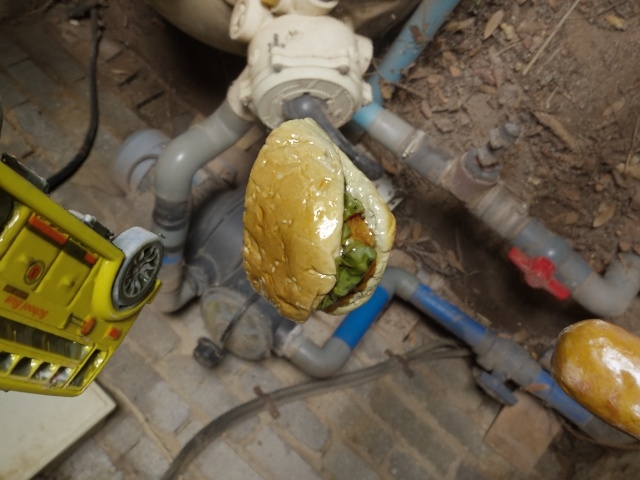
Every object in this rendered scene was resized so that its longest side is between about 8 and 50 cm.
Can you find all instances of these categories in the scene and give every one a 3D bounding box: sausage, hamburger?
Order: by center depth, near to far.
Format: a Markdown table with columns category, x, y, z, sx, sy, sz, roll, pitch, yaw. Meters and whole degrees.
| category | x | y | z | sx | sy | sz | roll | pitch | yaw |
| --- | --- | --- | --- | --- | --- | --- | --- | --- | --- |
| sausage | 0.370 | 0.173 | 0.659 | 0.271 | 0.109 | 0.108 | 26 | 138 | 10 |
| hamburger | 0.003 | 0.000 | 0.959 | 0.209 | 0.162 | 0.329 | 32 | 129 | 42 |

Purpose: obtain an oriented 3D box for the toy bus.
| category | x | y | z | sx | sy | sz | roll | pitch | yaw |
| --- | --- | --- | --- | --- | --- | --- | --- | --- | --- |
| toy bus | -0.220 | -0.001 | 0.365 | 0.144 | 0.152 | 0.330 | 26 | 167 | 14 |
